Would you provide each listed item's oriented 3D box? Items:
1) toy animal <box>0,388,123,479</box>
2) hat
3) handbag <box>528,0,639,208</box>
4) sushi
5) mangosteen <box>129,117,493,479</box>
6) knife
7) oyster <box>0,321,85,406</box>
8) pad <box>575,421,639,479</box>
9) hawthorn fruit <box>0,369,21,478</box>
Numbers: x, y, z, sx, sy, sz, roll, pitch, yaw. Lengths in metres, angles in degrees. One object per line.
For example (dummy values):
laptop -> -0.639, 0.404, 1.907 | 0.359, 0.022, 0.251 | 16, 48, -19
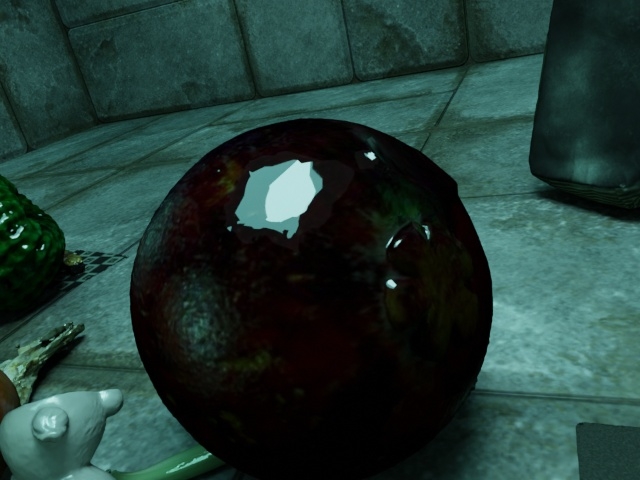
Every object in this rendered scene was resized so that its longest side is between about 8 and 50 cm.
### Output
toy animal -> -0.196, 0.212, 0.396 | 0.131, 0.181, 0.127 | -16, -18, -15
hat -> -0.597, 0.052, 0.879 | 0.332, 0.242, 0.274 | -44, 14, -11
handbag -> 0.481, -0.222, 0.784 | 0.240, 0.340, 0.247 | -1, 13, -21
sushi -> -0.479, 0.039, 1.021 | 0.201, 0.031, 0.139 | 4, 28, 33
mangosteen -> -0.014, 0.043, 0.453 | 0.311, 0.311, 0.311 | -11, 23, 5
knife -> -0.181, 0.217, 0.478 | 0.293, 0.019, 0.043 | -18, 26, -11
oyster -> -0.365, 0.163, 0.680 | 0.106, 0.061, 0.200 | -22, 15, 26
pad -> 0.239, 0.194, 0.333 | 0.143, 0.003, 0.211 | -2, 26, 24
hawthorn fruit -> -0.385, 0.151, 0.438 | 0.199, 0.251, 0.199 | -30, 27, 17
